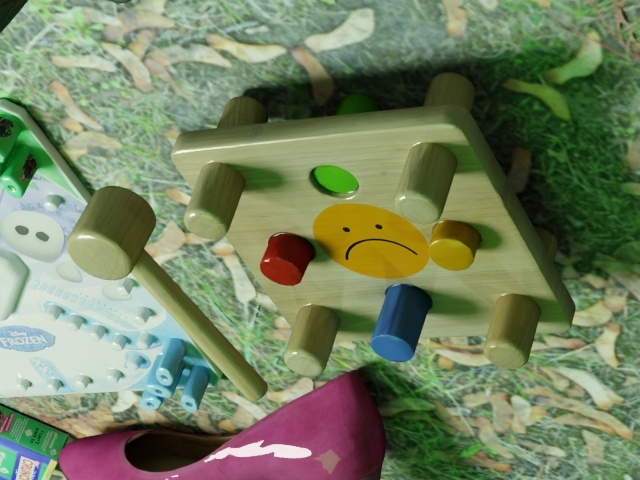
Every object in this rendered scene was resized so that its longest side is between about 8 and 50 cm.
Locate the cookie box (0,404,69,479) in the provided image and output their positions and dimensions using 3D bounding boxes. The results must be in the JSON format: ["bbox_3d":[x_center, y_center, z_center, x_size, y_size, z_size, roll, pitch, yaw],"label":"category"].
[{"bbox_3d":[-0.329,0.218,2.074,0.107,0.040,0.092,23,143,-5],"label":"cookie box"}]

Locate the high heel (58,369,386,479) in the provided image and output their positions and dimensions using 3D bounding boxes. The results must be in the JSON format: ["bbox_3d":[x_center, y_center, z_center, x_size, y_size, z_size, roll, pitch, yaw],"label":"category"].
[{"bbox_3d":[-0.102,0.182,1.907,0.377,0.127,0.181,5,113,26],"label":"high heel"}]

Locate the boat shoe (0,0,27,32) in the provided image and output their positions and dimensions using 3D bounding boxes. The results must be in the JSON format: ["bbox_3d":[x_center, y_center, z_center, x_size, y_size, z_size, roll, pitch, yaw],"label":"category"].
[{"bbox_3d":[-0.222,-0.256,1.322,0.103,0.118,0.320,30,125,7],"label":"boat shoe"}]

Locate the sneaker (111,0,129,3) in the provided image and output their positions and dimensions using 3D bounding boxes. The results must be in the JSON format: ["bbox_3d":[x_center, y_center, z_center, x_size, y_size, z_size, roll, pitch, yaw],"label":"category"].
[{"bbox_3d":[-0.212,-0.232,1.439,0.089,0.051,0.170,-19,122,37],"label":"sneaker"}]

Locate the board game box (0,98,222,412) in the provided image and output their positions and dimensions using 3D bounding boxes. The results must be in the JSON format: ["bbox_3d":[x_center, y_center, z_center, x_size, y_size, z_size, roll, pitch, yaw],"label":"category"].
[{"bbox_3d":[-0.344,0.039,1.846,0.390,0.050,0.390,-5,137,31],"label":"board game box"}]

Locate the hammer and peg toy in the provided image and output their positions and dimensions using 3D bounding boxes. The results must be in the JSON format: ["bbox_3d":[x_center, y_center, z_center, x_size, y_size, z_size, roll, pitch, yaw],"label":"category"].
[{"bbox_3d":[0.000,0.000,1.572,0.361,0.127,0.266,-5,139,30],"label":"hammer and peg toy"}]
